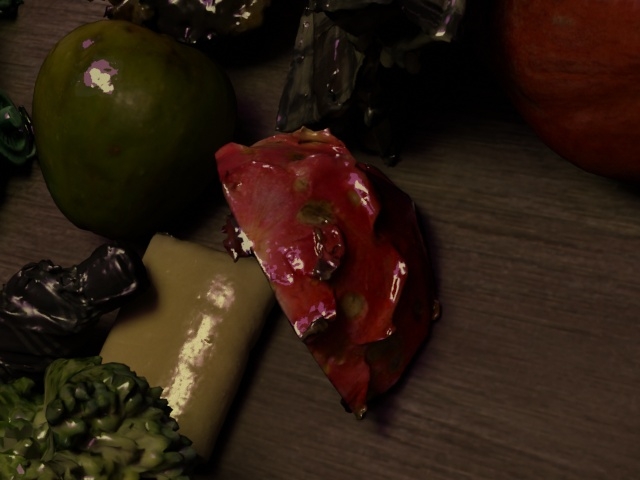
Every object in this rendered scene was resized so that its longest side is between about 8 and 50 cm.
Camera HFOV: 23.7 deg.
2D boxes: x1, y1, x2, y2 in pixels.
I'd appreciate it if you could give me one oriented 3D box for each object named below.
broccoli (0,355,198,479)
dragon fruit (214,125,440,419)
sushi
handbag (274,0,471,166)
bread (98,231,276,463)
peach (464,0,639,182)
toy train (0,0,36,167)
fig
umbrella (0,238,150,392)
[{"bbox_3d":[-0.280,0.231,1.159,0.338,0.317,0.277,7,102,54],"label":"broccoli"},{"bbox_3d":[0.006,-0.008,1.211,0.126,0.161,0.274,-33,51,11],"label":"dragon fruit"},{"bbox_3d":[-0.124,-0.286,1.430,0.200,0.204,0.213,5,102,1],"label":"sushi"},{"bbox_3d":[0.064,-0.260,1.226,0.162,0.325,0.327,12,73,-1],"label":"handbag"},{"bbox_3d":[-0.120,0.088,1.287,0.139,0.060,0.178,10,68,32],"label":"bread"},{"bbox_3d":[0.223,-0.164,1.147,0.257,0.232,0.232,1,64,23],"label":"peach"},{"bbox_3d":[-0.414,-0.204,1.487,0.160,0.253,0.397,-24,54,16],"label":"toy train"},{"bbox_3d":[-0.171,-0.095,1.345,0.181,0.181,0.191,15,96,33],"label":"fig"},{"bbox_3d":[-0.293,0.088,1.329,0.336,0.128,0.154,-40,61,12],"label":"umbrella"}]
